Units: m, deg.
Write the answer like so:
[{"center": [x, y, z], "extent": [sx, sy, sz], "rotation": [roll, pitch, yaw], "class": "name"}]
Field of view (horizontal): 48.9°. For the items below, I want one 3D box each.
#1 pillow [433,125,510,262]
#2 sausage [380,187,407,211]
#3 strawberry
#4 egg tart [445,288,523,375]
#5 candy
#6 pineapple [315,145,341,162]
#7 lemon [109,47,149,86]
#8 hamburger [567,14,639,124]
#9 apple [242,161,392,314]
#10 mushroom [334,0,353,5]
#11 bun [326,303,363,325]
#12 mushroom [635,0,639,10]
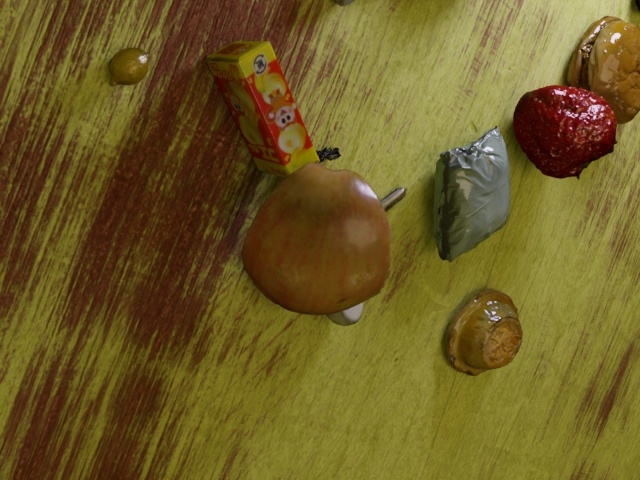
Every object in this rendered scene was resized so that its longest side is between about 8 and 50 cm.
[{"center": [0.408, -0.129, 1.863], "extent": [0.284, 0.138, 0.309], "rotation": [-24, 119, -38], "class": "pillow"}, {"center": [0.120, -0.058, 1.735], "extent": [0.269, 0.033, 0.032], "rotation": [-37, 122, -22], "class": "sausage"}, {"center": [0.658, -0.317, 1.933], "extent": [0.277, 0.257, 0.257], "rotation": [32, 83, -24], "class": "strawberry"}, {"center": [0.490, 0.279, 2.058], "extent": [0.288, 0.118, 0.288], "rotation": [-11, 111, -29], "class": "egg tart"}, {"center": [-0.116, -0.264, 1.434], "extent": [0.088, 0.146, 0.276], "rotation": [-37, 121, -23], "class": "candy"}, {"center": [-0.005, -0.185, 1.596], "extent": [0.124, 0.058, 0.058], "rotation": [-12, 110, -38], "class": "pineapple"}, {"center": [-0.353, -0.318, 1.294], "extent": [0.092, 0.065, 0.065], "rotation": [-44, 125, -11], "class": "lemon"}, {"center": [0.868, -0.508, 2.075], "extent": [0.319, 0.158, 0.318], "rotation": [-11, 108, -35], "class": "hamburger"}, {"center": [0.000, 0.000, 1.503], "extent": [0.314, 0.309, 0.252], "rotation": [13, 55, -2], "class": "apple"}, {"center": [0.109, -0.589, 1.546], "extent": [0.223, 0.081, 0.092], "rotation": [-30, 101, -29], "class": "mushroom"}, {"center": [0.037, 0.142, 1.697], "extent": [0.138, 0.094, 0.138], "rotation": [37, 47, -53], "class": "bun"}, {"center": [1.087, -0.772, 2.117], "extent": [0.227, 0.218, 0.148], "rotation": [-45, 125, -17], "class": "mushroom"}]
